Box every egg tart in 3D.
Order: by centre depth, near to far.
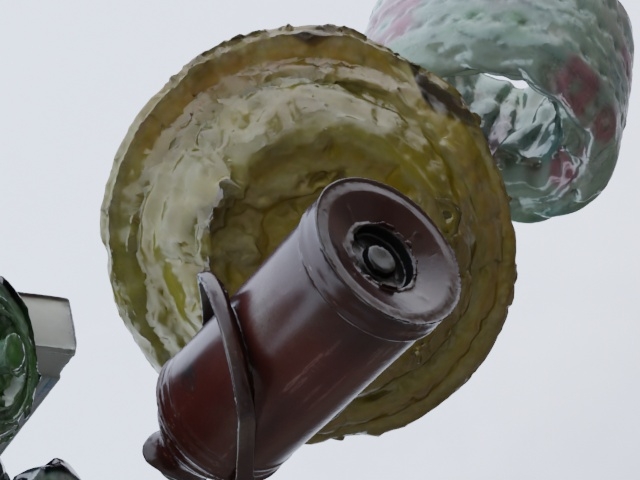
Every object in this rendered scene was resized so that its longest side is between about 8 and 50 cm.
[{"bbox_3d":[0.000,0.000,1.247,0.290,0.115,0.290,-1,-83,-10],"label":"egg tart"}]

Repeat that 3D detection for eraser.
[{"bbox_3d":[-0.264,0.116,1.370,0.095,0.052,0.225,8,-40,-31],"label":"eraser"}]

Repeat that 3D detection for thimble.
[{"bbox_3d":[0.121,-0.119,1.392,0.185,0.211,0.149,82,-161,-48],"label":"thimble"}]

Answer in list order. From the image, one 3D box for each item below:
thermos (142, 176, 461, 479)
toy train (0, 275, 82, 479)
[{"bbox_3d":[-0.022,0.070,1.066,0.124,0.099,0.232,9,-41,-35],"label":"thermos"},{"bbox_3d":[-0.255,0.166,1.095,0.249,0.173,0.307,-56,-46,-59],"label":"toy train"}]
